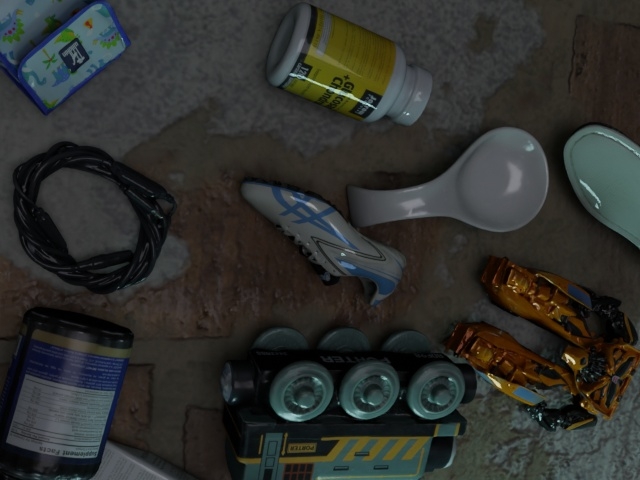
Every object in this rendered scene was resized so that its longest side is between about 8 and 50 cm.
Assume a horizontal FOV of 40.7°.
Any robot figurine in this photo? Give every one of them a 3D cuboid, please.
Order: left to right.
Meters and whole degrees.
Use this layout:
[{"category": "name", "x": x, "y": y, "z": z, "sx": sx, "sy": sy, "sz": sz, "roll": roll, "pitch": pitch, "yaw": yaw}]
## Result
[{"category": "robot figurine", "x": 0.320, "y": 0.149, "z": 1.179, "sx": 0.291, "sy": 0.085, "sz": 0.211, "roll": 28, "pitch": 88, "yaw": -20}]

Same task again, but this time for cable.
[{"category": "cable", "x": -0.265, "y": -0.026, "z": 0.976, "sx": 0.184, "sy": 0.047, "sz": 0.150, "roll": 29, "pitch": 92, "yaw": -23}]

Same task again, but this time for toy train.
[{"category": "toy train", "x": 0.033, "y": 0.214, "z": 1.067, "sx": 0.334, "sy": 0.142, "sz": 0.190, "roll": 4, "pitch": 108, "yaw": -22}]

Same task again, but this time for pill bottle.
[{"category": "pill bottle", "x": -0.289, "y": 0.191, "z": 0.939, "sx": 0.123, "sy": 0.123, "sz": 0.219, "roll": 16, "pitch": 86, "yaw": -21}, {"category": "pill bottle", "x": 0.036, "y": -0.201, "z": 1.023, "sx": 0.184, "sy": 0.103, "sz": 0.103, "roll": 19, "pitch": 90, "yaw": -20}]

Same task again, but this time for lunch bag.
[{"category": "lunch bag", "x": -0.294, "y": -0.228, "z": 0.914, "sx": 0.129, "sy": 0.096, "sz": 0.151, "roll": -44, "pitch": 123, "yaw": -12}]

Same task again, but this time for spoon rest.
[{"category": "spoon rest", "x": 0.177, "y": -0.064, "z": 1.102, "sx": 0.276, "sy": 0.084, "sz": 0.137, "roll": -13, "pitch": 101, "yaw": -17}]

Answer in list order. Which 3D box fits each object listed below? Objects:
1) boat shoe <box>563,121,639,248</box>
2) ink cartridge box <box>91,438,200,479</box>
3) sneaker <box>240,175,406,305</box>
[{"category": "boat shoe", "x": 0.445, "y": -0.061, "z": 1.197, "sx": 0.114, "sy": 0.091, "sz": 0.302, "roll": -31, "pitch": 114, "yaw": 33}, {"category": "ink cartridge box", "x": -0.272, "y": 0.327, "z": 1.022, "sx": 0.232, "sy": 0.066, "sz": 0.189, "roll": 30, "pitch": 85, "yaw": 2}, {"category": "sneaker", "x": 0.000, "y": 0.000, "z": 1.047, "sx": 0.237, "sy": 0.085, "sz": 0.086, "roll": 33, "pitch": 81, "yaw": -19}]
